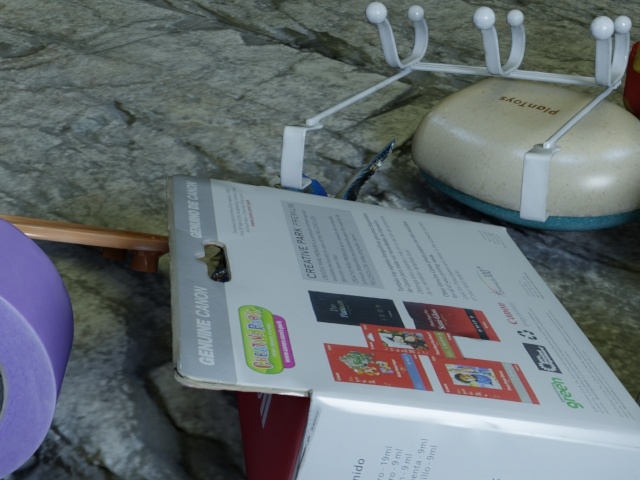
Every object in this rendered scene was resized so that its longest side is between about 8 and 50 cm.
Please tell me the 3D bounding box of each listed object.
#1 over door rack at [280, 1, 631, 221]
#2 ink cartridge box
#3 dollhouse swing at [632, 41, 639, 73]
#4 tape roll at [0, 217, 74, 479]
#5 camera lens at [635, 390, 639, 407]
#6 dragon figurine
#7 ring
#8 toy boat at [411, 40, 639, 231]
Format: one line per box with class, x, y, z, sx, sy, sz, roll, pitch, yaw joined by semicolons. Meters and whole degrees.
over door rack;0.137;-0.147;1.022;0.239;0.108;0.324;9;34;24
ink cartridge box;0.024;0.082;0.729;0.271;0.130;0.309;10;21;-12
dollhouse swing;0.454;-0.049;1.041;0.346;0.305;0.315;29;-6;-9
tape roll;-0.261;0.071;0.726;0.189;0.189;0.080;2;29;-5
camera lens;0.302;0.168;0.601;0.219;0.219;0.274;1;30;-6
dragon figurine;0.000;0.000;0.990;0.289;0.085;0.144;-23;40;-38
ring;-0.271;-0.007;0.894;0.336;0.032;0.336;8;0;0
toy boat;0.270;-0.094;1.161;0.318;0.148;0.267;-28;37;-32
